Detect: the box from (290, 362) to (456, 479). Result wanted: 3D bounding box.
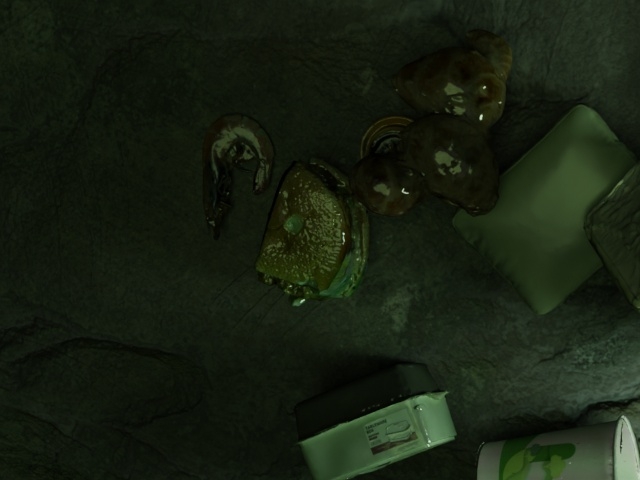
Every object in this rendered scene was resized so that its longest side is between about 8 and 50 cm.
[{"bbox_3d":[0.101,0.348,1.854,0.290,0.220,0.166,-25,74,20],"label":"box"}]

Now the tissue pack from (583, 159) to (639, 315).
[{"bbox_3d":[0.632,0.068,1.530,0.380,0.297,0.207,33,111,-20],"label":"tissue pack"}]

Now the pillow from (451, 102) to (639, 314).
[{"bbox_3d":[0.422,-0.052,1.711,0.255,0.120,0.322,46,112,1],"label":"pillow"}]

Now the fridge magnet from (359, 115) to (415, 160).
[{"bbox_3d":[0.140,-0.159,1.796,0.143,0.063,0.143,4,106,12],"label":"fridge magnet"}]

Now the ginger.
[{"bbox_3d":[0.216,-0.198,1.680,0.256,0.176,0.375,20,81,11],"label":"ginger"}]

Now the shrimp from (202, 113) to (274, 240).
[{"bbox_3d":[-0.169,-0.120,1.903,0.143,0.052,0.251,11,105,11],"label":"shrimp"}]

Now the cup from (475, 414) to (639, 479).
[{"bbox_3d":[0.442,0.454,1.781,0.273,0.253,0.253,-9,101,27],"label":"cup"}]

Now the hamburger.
[{"bbox_3d":[0.000,0.000,1.820,0.192,0.167,0.288,23,108,11],"label":"hamburger"}]
